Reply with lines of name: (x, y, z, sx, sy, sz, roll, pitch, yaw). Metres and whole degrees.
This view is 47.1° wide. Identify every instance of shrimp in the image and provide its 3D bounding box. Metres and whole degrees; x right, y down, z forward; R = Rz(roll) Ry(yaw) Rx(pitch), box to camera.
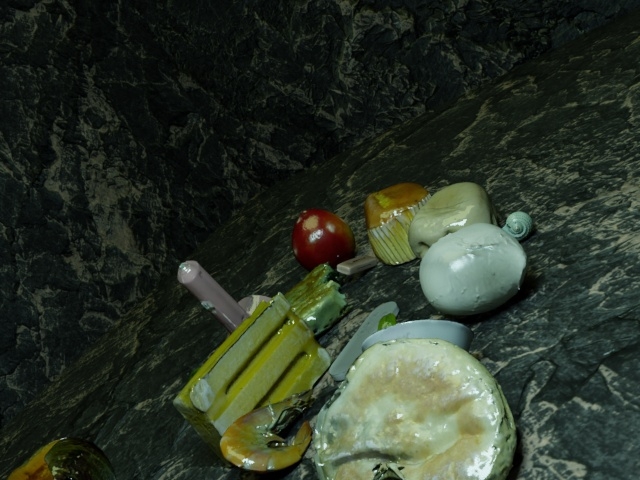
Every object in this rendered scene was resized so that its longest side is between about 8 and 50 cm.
shrimp: (-0.078, 0.343, 1.343, 0.150, 0.068, 0.248, 19, 30, 22)

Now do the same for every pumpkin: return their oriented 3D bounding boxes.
pumpkin: (-0.559, 0.548, 1.496, 0.320, 0.192, 0.320, -31, 17, 10)

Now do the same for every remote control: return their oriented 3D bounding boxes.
remote control: (0.095, 0.208, 1.541, 0.077, 0.022, 0.245, -22, 18, 44)

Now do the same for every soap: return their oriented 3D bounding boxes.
soap: (-0.128, 0.275, 1.464, 0.091, 0.199, 0.315, -27, 16, 48)

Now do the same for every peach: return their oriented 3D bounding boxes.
peach: (0.000, 0.000, 2.085, 0.197, 0.197, 0.197, -31, 14, 9)

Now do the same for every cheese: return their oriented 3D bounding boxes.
cheese: (0.277, 0.059, 1.364, 0.188, 0.155, 0.198, -16, 9, -4)
cheese: (0.303, -0.039, 1.690, 0.217, 0.117, 0.235, -31, 21, 0)

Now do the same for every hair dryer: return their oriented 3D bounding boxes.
hair dryer: (-0.207, 0.173, 1.567, 0.125, 0.352, 0.210, -10, 47, 30)

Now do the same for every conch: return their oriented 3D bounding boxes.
conch: (0.415, -0.025, 1.549, 0.076, 0.057, 0.085, -46, -22, 22)

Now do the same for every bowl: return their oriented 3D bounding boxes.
bowl: (0.165, 0.206, 1.203, 0.189, 0.189, 0.086, -24, 55, 32)

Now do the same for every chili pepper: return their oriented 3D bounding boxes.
chili pepper: (0.136, 0.204, 1.412, 0.051, 0.050, 0.202, -16, 18, 3)

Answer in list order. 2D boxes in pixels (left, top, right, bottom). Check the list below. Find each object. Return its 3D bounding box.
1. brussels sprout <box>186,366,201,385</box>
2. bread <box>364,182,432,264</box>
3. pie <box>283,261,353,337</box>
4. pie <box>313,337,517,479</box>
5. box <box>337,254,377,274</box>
brussels sprout: (-0.242, 0.330, 1.740, 0.139, 0.100, 0.181, -26, -14, -49)
bread: (0.201, -0.057, 1.918, 0.204, 0.156, 0.288, -30, 13, 5)
pie: (-0.051, 0.173, 1.868, 0.296, 0.078, 0.371, -31, 13, 8)
pie: (0.121, 0.274, 1.038, 0.337, 0.075, 0.338, -28, 39, 25)
box: (0.096, 0.062, 1.912, 0.115, 0.025, 0.048, -16, 27, -42)
